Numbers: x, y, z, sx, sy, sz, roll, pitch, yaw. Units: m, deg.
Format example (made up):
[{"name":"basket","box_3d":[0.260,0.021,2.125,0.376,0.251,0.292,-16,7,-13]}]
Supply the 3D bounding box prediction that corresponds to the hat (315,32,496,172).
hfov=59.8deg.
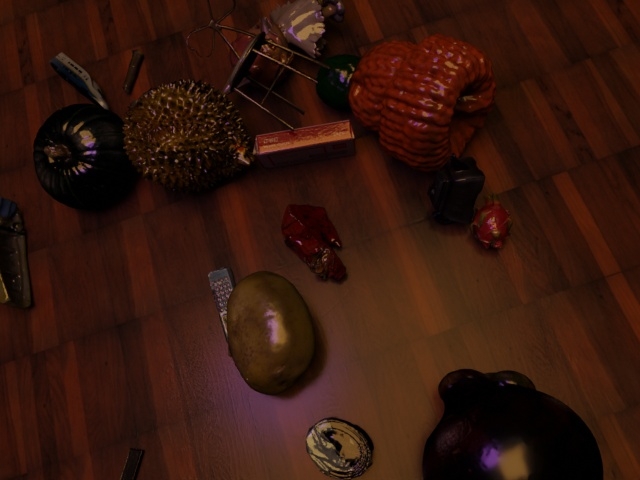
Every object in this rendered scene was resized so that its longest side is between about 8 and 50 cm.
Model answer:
[{"name":"hat","box_3d":[0.181,-0.351,1.248,0.285,0.285,0.400,-43,59,-8]}]

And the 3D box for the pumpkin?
[{"name":"pumpkin","box_3d":[-0.561,-0.198,1.309,0.250,0.216,0.249,2,96,17]}]

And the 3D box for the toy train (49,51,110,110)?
[{"name":"toy train","box_3d":[-0.626,-0.416,1.481,0.234,0.052,0.051,38,75,19]}]

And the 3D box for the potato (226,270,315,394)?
[{"name":"potato","box_3d":[-0.103,0.186,1.138,0.197,0.148,0.228,-41,62,7]}]

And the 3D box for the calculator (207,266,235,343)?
[{"name":"calculator","box_3d":[-0.205,0.141,1.242,0.057,0.018,0.172,-21,70,2]}]

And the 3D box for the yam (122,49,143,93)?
[{"name":"yam","box_3d":[-0.506,-0.448,1.486,0.033,0.027,0.129,22,68,-26]}]

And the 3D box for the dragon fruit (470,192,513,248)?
[{"name":"dragon fruit","box_3d":[0.367,-0.042,1.190,0.086,0.081,0.116,12,73,23]}]

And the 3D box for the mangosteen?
[{"name":"mangosteen","box_3d":[0.309,0.363,0.944,0.297,0.297,0.313,-23,72,0]}]

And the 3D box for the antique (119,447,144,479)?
[{"name":"antique","box_3d":[-0.404,0.523,1.135,0.031,0.015,0.192,10,72,13]}]

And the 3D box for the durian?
[{"name":"durian","box_3d":[-0.300,-0.233,1.280,0.293,0.258,0.258,-14,68,-13]}]

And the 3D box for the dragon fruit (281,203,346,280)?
[{"name":"dragon fruit","box_3d":[-0.013,0.013,1.245,0.192,0.122,0.092,52,124,17]}]

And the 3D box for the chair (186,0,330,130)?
[{"name":"chair","box_3d":[-0.157,-0.397,1.231,0.326,0.160,0.170,31,32,-7]}]

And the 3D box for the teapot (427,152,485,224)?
[{"name":"teapot","box_3d":[0.276,-0.107,1.182,0.096,0.177,0.087,1,40,-9]}]

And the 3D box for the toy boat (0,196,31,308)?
[{"name":"toy boat","box_3d":[-0.751,0.035,1.307,0.084,0.111,0.276,-21,70,7]}]

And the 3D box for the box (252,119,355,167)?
[{"name":"box","box_3d":[-0.035,-0.219,1.287,0.229,0.123,0.050,-8,80,5]}]

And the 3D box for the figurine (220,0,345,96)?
[{"name":"figurine","box_3d":[-0.120,-0.484,1.371,0.387,0.166,0.207,-36,67,-7]}]

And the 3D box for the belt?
[{"name":"belt","box_3d":[0.037,0.406,1.091,0.140,0.058,0.105,27,82,12]}]
